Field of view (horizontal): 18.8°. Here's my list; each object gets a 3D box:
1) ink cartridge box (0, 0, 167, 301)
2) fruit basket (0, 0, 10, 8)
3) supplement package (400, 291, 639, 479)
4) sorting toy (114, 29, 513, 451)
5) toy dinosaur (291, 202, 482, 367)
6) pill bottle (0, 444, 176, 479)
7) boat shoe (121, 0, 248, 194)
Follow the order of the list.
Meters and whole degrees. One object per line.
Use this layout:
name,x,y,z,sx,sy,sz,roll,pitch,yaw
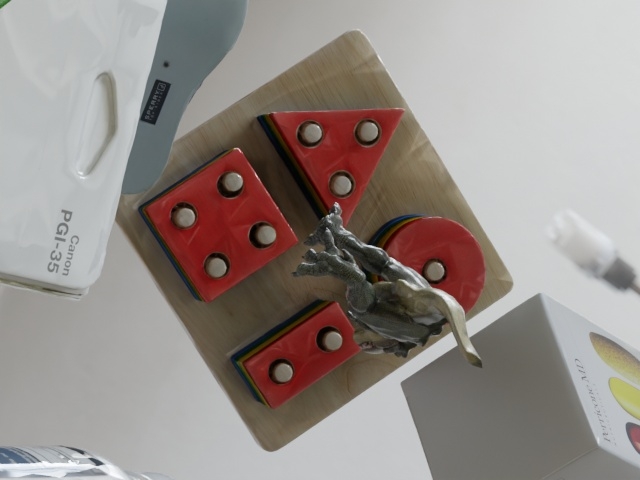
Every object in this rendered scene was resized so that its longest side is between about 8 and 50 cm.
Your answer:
ink cartridge box,-0.242,-0.092,1.183,0.283,0.117,0.207,11,-93,47
fruit basket,-0.147,-0.196,0.678,0.392,0.392,0.283,-52,-136,6
supplement package,0.195,0.160,1.428,0.134,0.244,0.139,-35,-129,24
sorting toy,0.000,0.000,1.558,0.255,0.257,0.089,-34,-172,-11
toy dinosaur,0.041,0.034,1.276,0.064,0.118,0.268,-52,-176,-5
pill bottle,-0.135,0.146,0.865,0.108,0.180,0.108,-4,-97,36
boat shoe,-0.111,-0.126,1.327,0.183,0.065,0.083,-61,-157,17
